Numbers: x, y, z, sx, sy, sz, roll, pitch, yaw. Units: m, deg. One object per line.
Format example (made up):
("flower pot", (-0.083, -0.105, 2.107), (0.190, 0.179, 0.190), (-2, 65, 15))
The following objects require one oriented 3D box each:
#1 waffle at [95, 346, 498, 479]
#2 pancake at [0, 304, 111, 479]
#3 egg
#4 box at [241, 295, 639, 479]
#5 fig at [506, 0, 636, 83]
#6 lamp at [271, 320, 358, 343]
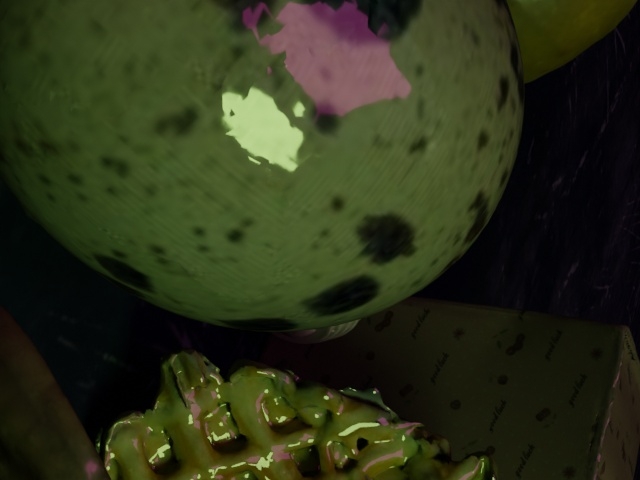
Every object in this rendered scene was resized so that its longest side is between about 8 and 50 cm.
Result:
("waffle", (-0.031, 0.233, 0.791), (0.073, 0.317, 0.297), (134, -24, -75))
("pancake", (-0.155, 0.116, 0.562), (0.050, 0.242, 0.242), (-30, 125, -27))
("egg", (-0.036, -0.094, 0.670), (0.379, 0.287, 0.288), (29, 69, -64))
("box", (0.101, 0.183, 0.988), (0.190, 0.297, 0.225), (57, 45, -54))
("fig", (0.126, -0.293, 0.987), (0.316, 0.316, 0.316), (-19, 111, -61))
("lamp", (0.000, 0.000, 0.970), (0.106, 0.106, 0.193), (67, 31, -43))
